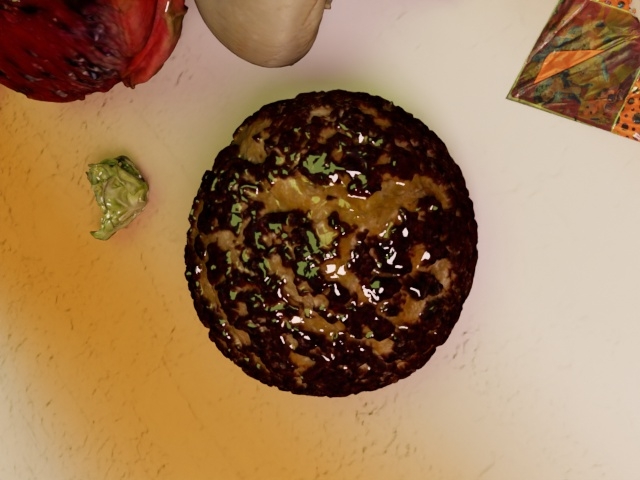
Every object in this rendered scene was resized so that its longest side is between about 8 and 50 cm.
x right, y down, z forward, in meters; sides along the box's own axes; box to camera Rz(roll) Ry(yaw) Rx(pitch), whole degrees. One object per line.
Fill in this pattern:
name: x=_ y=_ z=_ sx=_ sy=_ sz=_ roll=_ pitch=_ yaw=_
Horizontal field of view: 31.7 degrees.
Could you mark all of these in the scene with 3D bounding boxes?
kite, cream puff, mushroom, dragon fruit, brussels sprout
kite: x=0.199 y=-0.135 z=0.871 sx=0.125 sy=0.008 sz=0.222 roll=-24 pitch=67 yaw=25
cream puff: x=0.000 y=0.000 z=0.857 sx=0.239 sy=0.165 sz=0.239 roll=-5 pitch=78 yaw=27
mushroom: x=0.004 y=-0.239 z=0.920 sx=0.215 sy=0.207 sz=0.207 roll=8 pitch=81 yaw=-5
dragon fruit: x=-0.162 y=-0.281 z=1.008 sx=0.286 sy=0.228 sz=0.329 roll=8 pitch=65 yaw=35
brussels sprout: x=-0.190 y=-0.044 z=1.041 sx=0.085 sy=0.058 sz=0.085 roll=17 pitch=111 yaw=56
